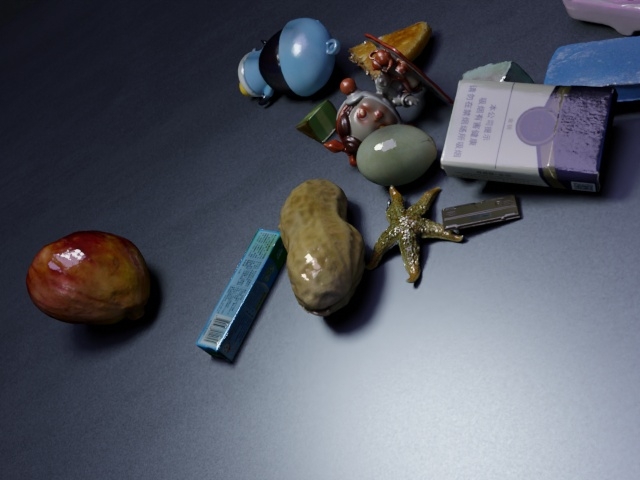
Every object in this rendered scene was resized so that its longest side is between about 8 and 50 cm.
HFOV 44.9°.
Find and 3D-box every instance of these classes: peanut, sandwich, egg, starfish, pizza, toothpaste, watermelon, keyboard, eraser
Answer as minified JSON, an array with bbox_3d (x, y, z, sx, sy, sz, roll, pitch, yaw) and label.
[{"bbox_3d":[0.000,0.000,1.409,0.149,0.149,0.313,-30,39,13],"label":"peanut"},{"bbox_3d":[-0.020,-0.275,1.689,0.074,0.074,0.116,-47,43,-7],"label":"sandwich"},{"bbox_3d":[0.142,-0.159,1.446,0.152,0.114,0.114,-8,51,17],"label":"egg"},{"bbox_3d":[0.171,-0.016,1.365,0.176,0.053,0.208,5,65,27],"label":"starfish"},{"bbox_3d":[0.145,-0.403,1.684,0.201,0.053,0.193,-44,36,-17],"label":"pizza"},{"bbox_3d":[-0.143,0.101,1.488,0.065,0.050,0.266,7,61,40],"label":"toothpaste"},{"bbox_3d":[0.279,-0.217,1.427,0.154,0.094,0.241,4,62,45],"label":"watermelon"},{"bbox_3d":[0.271,-0.046,1.316,0.129,0.015,0.049,-11,54,13],"label":"keyboard"},{"bbox_3d":[0.535,-0.289,1.290,0.312,0.042,0.144,0,47,32],"label":"eraser"}]

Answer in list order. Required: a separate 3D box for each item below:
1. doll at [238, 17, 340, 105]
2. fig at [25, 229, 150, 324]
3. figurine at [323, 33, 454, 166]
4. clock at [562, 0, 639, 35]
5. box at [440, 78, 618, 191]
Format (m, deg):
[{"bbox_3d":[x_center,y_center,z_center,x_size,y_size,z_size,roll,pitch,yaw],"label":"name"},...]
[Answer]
[{"bbox_3d":[-0.071,-0.412,1.796,0.314,0.141,0.177,-6,84,46],"label":"doll"},{"bbox_3d":[-0.482,0.078,1.642,0.263,0.224,0.224,-2,53,15],"label":"fig"},{"bbox_3d":[0.104,-0.252,1.525,0.226,0.183,0.160,-51,32,9],"label":"figurine"},{"bbox_3d":[0.623,-0.516,1.390,0.322,0.113,0.295,-50,43,-10],"label":"clock"},{"bbox_3d":[0.344,-0.176,1.282,0.259,0.071,0.168,8,75,26],"label":"box"}]
